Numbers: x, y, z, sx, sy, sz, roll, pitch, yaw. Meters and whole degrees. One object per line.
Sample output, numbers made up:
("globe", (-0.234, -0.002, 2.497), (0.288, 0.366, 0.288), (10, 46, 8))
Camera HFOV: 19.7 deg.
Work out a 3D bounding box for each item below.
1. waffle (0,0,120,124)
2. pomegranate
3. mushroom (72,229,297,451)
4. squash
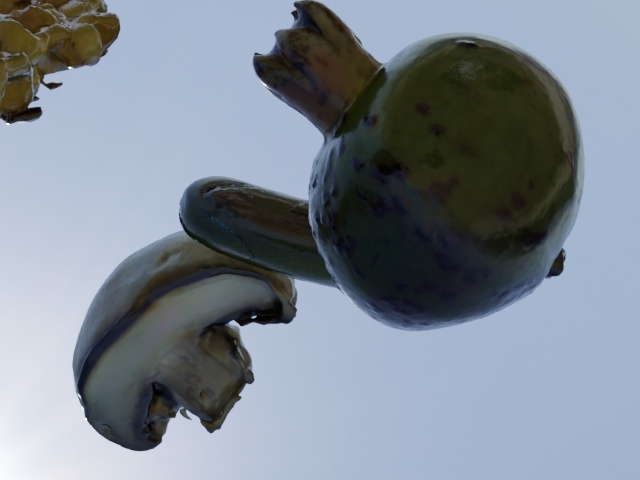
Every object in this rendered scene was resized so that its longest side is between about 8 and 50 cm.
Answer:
("waffle", (-0.248, -0.089, 0.947), (0.262, 0.280, 0.060), (-57, -37, -70))
("pomegranate", (0.061, -0.056, 1.208), (0.248, 0.202, 0.202), (39, -152, 1))
("mushroom", (-0.164, 0.085, 2.019), (0.189, 0.267, 0.164), (22, -153, -26))
("squash", (0.000, 0.001, 1.808), (0.331, 0.087, 0.087), (13, -163, 25))
